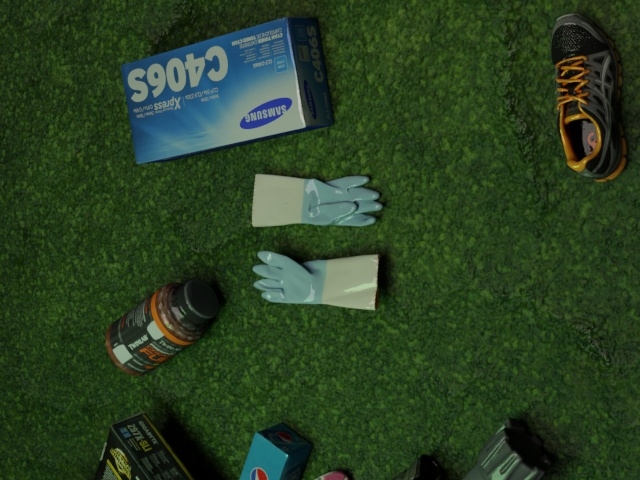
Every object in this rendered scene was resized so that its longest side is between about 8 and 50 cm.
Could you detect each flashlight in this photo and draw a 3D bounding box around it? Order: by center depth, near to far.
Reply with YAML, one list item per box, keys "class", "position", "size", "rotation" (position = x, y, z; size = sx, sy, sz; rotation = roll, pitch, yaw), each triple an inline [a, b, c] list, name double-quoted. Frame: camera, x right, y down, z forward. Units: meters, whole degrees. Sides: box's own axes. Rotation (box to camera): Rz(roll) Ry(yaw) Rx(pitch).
- class: "flashlight"
  position: [0.202, 0.390, 1.697]
  size: [0.103, 0.103, 0.304]
  rotation: [37, 118, 3]

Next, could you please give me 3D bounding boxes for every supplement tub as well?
- class: "supplement tub"
  position: [-0.253, 0.136, 1.997]
  size: [0.198, 0.106, 0.106]
  rotation: [-35, 76, 35]

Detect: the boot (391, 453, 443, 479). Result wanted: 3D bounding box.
- class: "boot"
  position: [0.087, 0.408, 1.710]
  size: [0.083, 0.246, 0.161]
  rotation: [38, 127, -12]

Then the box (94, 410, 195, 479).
- class: "box"
  position: [-0.257, 0.482, 2.013]
  size: [0.322, 0.079, 0.257]
  rotation: [47, 134, 28]

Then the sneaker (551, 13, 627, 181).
- class: "sneaker"
  position: [0.328, -0.179, 1.537]
  size: [0.084, 0.083, 0.215]
  rotation: [-16, 85, 38]

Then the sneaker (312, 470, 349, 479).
- class: "sneaker"
  position: [-0.018, 0.414, 1.887]
  size: [0.063, 0.075, 0.170]
  rotation: [37, 97, -1]

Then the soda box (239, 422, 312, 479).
- class: "soda box"
  position: [-0.086, 0.396, 1.931]
  size: [0.071, 0.067, 0.210]
  rotation: [31, 114, 30]

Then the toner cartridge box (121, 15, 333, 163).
- class: "toner cartridge box"
  position: [-0.150, -0.225, 1.889]
  size: [0.348, 0.075, 0.165]
  rotation: [-9, 92, 37]

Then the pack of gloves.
- class: "pack of gloves"
  position: [0.000, 0.000, 1.842]
  size: [0.232, 0.046, 0.195]
  rotation: [3, 86, 33]
